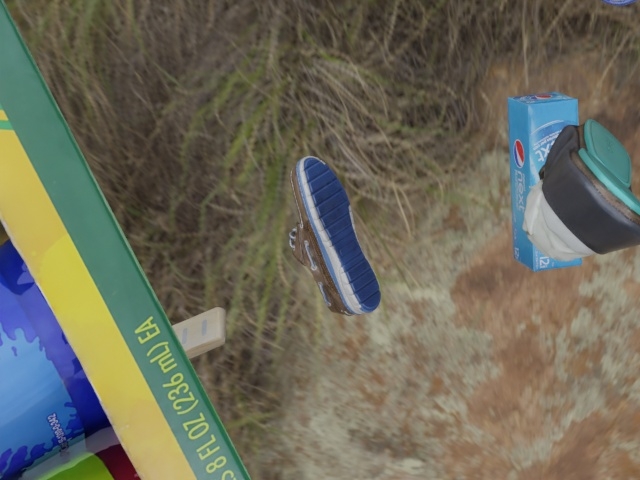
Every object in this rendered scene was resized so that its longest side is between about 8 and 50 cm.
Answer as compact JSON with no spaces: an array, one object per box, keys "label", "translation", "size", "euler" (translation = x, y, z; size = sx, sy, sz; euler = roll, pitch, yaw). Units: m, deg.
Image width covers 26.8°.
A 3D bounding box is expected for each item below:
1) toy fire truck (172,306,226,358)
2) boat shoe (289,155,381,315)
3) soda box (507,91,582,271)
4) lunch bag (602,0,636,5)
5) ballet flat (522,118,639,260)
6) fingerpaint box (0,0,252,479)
[{"label":"toy fire truck","translation":[-0.178,0.197,1.384],"size":[0.158,0.246,0.217],"euler":[-6,49,-24]},{"label":"boat shoe","translation":[0.000,0.000,1.466],"size":[0.066,0.066,0.183],"euler":[-16,96,39]},{"label":"soda box","translation":[0.276,-0.073,1.658],"size":[0.067,0.071,0.210],"euler":[-8,105,-12]},{"label":"lunch bag","translation":[0.396,-0.453,1.728],"size":[0.243,0.303,0.115],"euler":[41,50,-11]},{"label":"ballet flat","translation":[0.157,-0.022,0.809],"size":[0.074,0.203,0.074],"euler":[2,105,8]},{"label":"fingerpaint box","translation":[-0.265,0.110,0.744],"size":[0.371,0.163,0.445],"euler":[-29,103,-16]}]
